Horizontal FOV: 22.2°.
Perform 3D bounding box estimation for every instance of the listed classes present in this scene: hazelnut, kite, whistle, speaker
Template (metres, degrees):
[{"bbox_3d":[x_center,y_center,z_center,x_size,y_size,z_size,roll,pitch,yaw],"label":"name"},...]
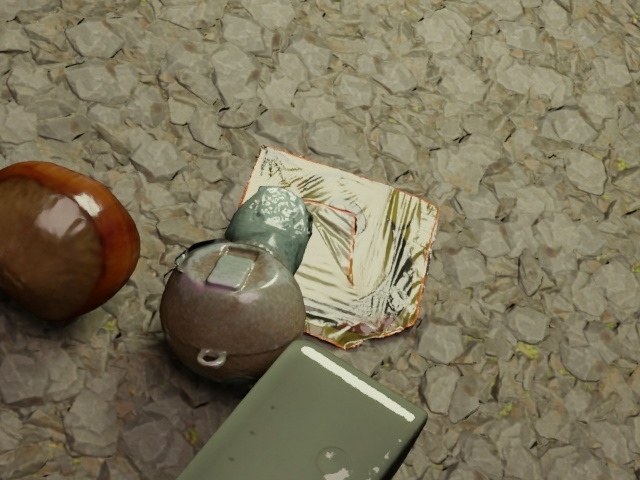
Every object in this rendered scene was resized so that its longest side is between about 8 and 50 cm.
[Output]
[{"bbox_3d":[-0.319,-0.007,1.981,0.214,0.176,0.214,33,29,-21],"label":"hazelnut"},{"bbox_3d":[0.001,-0.001,2.194,0.378,0.013,0.327,-20,68,-27],"label":"kite"},{"bbox_3d":[-0.091,0.060,2.050,0.189,0.189,0.348,28,39,-3],"label":"whistle"},{"bbox_3d":[-0.067,0.312,1.863,0.184,0.183,0.406,36,60,9],"label":"speaker"}]

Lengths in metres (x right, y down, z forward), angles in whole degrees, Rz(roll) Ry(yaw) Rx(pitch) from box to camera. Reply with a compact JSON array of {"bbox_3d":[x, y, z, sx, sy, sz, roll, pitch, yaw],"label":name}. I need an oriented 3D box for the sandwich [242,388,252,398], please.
[{"bbox_3d":[-0.062,0.233,2.017,0.069,0.026,0.101,11,57,-16],"label":"sandwich"}]
